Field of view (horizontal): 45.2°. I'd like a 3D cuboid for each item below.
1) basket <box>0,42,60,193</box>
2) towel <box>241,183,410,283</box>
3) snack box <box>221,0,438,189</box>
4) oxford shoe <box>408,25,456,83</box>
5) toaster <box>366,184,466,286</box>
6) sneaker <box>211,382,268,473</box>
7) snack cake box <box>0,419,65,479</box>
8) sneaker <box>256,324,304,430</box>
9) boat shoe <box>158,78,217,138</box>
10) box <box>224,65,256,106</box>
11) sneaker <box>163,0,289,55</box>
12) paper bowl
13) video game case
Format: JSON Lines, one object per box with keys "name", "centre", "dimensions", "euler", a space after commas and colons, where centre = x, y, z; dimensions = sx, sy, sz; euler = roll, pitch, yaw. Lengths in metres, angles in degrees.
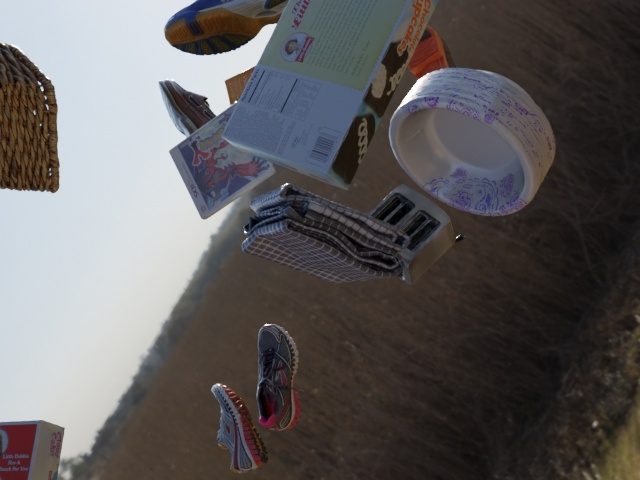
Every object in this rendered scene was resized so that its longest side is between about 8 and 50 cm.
{"name": "basket", "centre": [-0.668, -0.269, 1.646], "dimensions": [0.213, 0.223, 0.299], "euler": [-104, 20, -44]}
{"name": "towel", "centre": [0.000, 0.000, 1.530], "dimensions": [0.235, 0.284, 0.121], "euler": [-12, 59, 65]}
{"name": "snack box", "centre": [0.020, -0.241, 0.983], "dimensions": [0.060, 0.187, 0.321], "euler": [31, -96, -55]}
{"name": "oxford shoe", "centre": [0.315, -0.372, 1.947], "dimensions": [0.130, 0.133, 0.363], "euler": [-23, 62, 35]}
{"name": "toaster", "centre": [0.201, -0.017, 1.736], "dimensions": [0.186, 0.168, 0.110], "euler": [-43, -31, -11]}
{"name": "sneaker", "centre": [-0.207, 0.430, 1.775], "dimensions": [0.093, 0.225, 0.088], "euler": [-31, -31, 4]}
{"name": "snack cake box", "centre": [-0.706, 0.481, 1.692], "dimensions": [0.089, 0.265, 0.152], "euler": [48, -140, -58]}
{"name": "sneaker", "centre": [-0.128, 0.383, 2.172], "dimensions": [0.121, 0.112, 0.299], "euler": [-19, 72, 32]}
{"name": "boat shoe", "centre": [-0.352, -0.352, 2.127], "dimensions": [0.105, 0.307, 0.110], "euler": [-27, -35, -14]}
{"name": "box", "centre": [-0.070, -0.400, 2.166], "dimensions": [0.345, 0.214, 0.168], "euler": [-18, -11, 29]}
{"name": "sneaker", "centre": [-0.146, -0.437, 1.390], "dimensions": [0.297, 0.130, 0.112], "euler": [-19, -23, 5]}
{"name": "paper bowl", "centre": [0.277, -0.189, 1.375], "dimensions": [0.148, 0.284, 0.284], "euler": [-55, 4, -24]}
{"name": "video game case", "centre": [-0.218, -0.173, 1.683], "dimensions": [0.201, 0.183, 0.023], "euler": [-32, -15, 17]}
